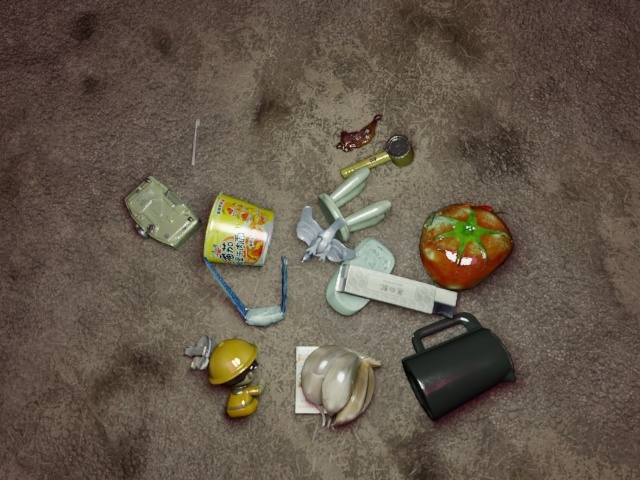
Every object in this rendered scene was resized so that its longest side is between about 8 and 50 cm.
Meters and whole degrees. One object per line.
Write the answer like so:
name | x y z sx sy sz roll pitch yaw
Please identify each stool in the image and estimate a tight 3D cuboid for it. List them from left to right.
stool | 0.118 -0.122 1.530 0.198 0.195 0.195 -29 79 -5

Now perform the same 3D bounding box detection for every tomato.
tomato | 0.478 0.032 1.454 0.303 0.239 0.304 -3 54 5

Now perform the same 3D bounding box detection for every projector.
projector | -0.600 -0.096 1.608 0.269 0.088 0.193 42 81 9

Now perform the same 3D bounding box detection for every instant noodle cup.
instant noodle cup | -0.276 -0.024 1.507 0.200 0.264 0.265 13 80 -3

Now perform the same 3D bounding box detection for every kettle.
kettle | 0.443 0.417 1.443 0.307 0.262 0.203 -25 115 -6

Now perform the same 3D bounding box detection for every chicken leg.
chicken leg | 0.154 -0.406 1.655 0.219 0.048 0.090 -29 83 -3

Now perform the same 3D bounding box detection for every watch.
watch | -0.247 0.174 1.469 0.276 0.068 0.275 0 124 -3

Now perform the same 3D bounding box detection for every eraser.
eraser | 0.258 0.175 1.461 0.403 0.096 0.098 15 81 -12

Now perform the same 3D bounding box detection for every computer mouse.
computer mouse | 0.138 0.130 1.531 0.159 0.097 0.288 39 77 -6

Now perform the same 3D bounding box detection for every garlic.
garlic | 0.063 0.475 1.444 0.210 0.237 0.292 15 60 49

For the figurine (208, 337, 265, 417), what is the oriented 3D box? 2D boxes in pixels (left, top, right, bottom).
figurine | -0.283 0.459 1.448 0.192 0.167 0.257 -19 79 12

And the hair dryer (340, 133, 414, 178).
hair dryer | 0.209 -0.296 1.609 0.278 0.135 0.090 -20 79 16

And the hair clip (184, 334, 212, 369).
hair clip | -0.415 0.382 1.475 0.049 0.172 0.116 20 67 -32

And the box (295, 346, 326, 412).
box | -0.026 0.484 1.503 0.122 0.032 0.221 0 79 0

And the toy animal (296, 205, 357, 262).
toy animal | 0.000 0.000 1.483 0.239 0.176 0.255 41 111 -11

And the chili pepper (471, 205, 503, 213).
chili pepper | 0.571 -0.101 1.580 0.191 0.050 0.059 -5 96 9

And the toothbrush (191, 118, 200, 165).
toothbrush | -0.491 -0.387 1.695 0.017 0.014 0.195 4 79 3
